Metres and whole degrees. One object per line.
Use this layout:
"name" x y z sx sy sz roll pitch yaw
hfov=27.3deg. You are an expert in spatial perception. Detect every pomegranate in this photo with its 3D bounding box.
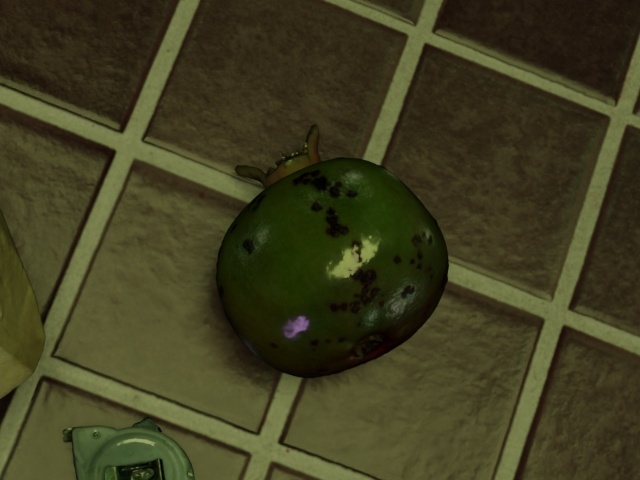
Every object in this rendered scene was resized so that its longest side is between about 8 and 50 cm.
"pomegranate" 0.005 -0.001 1.617 0.291 0.291 0.323 -14 81 -12

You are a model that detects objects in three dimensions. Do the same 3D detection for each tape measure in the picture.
"tape measure" -0.214 0.369 1.562 0.164 0.084 0.330 -11 61 -10

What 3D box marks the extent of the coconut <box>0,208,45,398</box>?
"coconut" -0.507 0.066 1.472 0.415 0.415 0.344 22 32 -4
